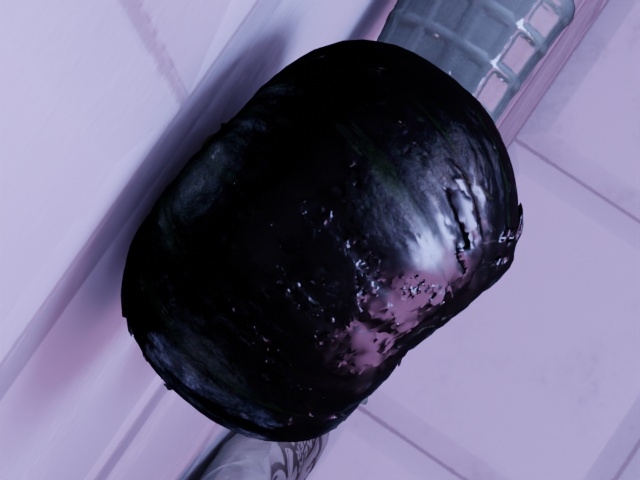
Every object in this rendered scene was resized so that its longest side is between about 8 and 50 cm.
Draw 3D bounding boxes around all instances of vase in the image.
[{"bbox_3d":[0.045,-0.056,1.210,0.299,0.143,0.143,-60,174,-1],"label":"vase"}]

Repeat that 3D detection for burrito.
[{"bbox_3d":[-0.087,0.273,2.015,0.139,0.101,0.445,-53,177,19],"label":"burrito"}]

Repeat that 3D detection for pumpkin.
[{"bbox_3d":[0.000,0.000,0.984,0.233,0.163,0.233,-44,175,-5],"label":"pumpkin"}]
